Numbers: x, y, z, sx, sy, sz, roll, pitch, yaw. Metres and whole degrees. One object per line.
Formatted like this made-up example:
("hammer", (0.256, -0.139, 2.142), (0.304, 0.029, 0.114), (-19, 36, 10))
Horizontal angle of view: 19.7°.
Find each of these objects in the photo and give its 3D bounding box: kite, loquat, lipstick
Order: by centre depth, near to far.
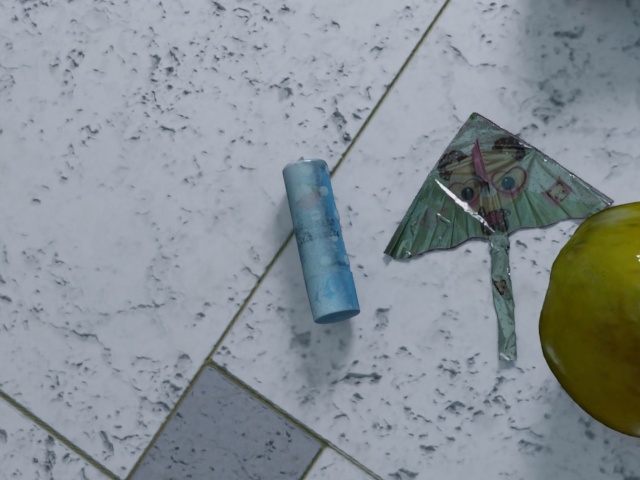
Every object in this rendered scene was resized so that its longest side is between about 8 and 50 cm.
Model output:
("loquat", (0.317, 0.075, 1.625), (0.246, 0.213, 0.213), (22, 85, 17))
("kite", (0.172, -0.007, 1.776), (0.229, 0.012, 0.250), (-11, 78, 13))
("lipstick", (0.000, 0.000, 1.798), (0.048, 0.048, 0.157), (-15, 75, 11))
